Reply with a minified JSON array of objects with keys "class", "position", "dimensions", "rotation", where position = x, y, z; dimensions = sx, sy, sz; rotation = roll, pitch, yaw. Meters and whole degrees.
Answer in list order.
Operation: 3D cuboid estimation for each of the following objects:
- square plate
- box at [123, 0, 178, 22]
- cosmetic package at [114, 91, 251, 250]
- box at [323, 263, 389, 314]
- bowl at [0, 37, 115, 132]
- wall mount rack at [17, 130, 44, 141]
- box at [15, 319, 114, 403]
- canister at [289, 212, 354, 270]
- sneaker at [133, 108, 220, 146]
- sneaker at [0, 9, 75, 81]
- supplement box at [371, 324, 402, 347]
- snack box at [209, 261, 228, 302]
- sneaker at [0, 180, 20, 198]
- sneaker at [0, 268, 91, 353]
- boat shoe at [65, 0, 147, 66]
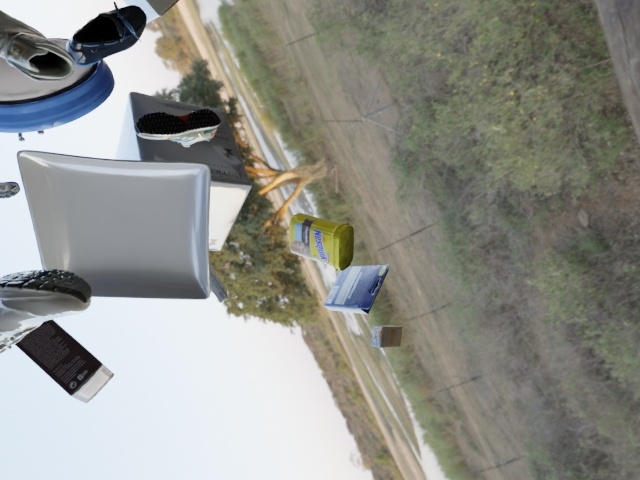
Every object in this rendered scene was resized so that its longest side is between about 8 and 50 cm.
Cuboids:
[{"class":"square plate","position":[-0.406,-0.022,0.969],"dimensions":[0.049,0.348,0.343],"rotation":[-102,18,-57]},{"class":"box","position":[-0.507,-0.750,1.367],"dimensions":[0.148,0.127,0.232],"rotation":[49,169,-34]},{"class":"cosmetic package","position":[-0.472,-0.215,1.526],"dimensions":[0.327,0.330,0.393],"rotation":[-55,46,38]},{"class":"box","position":[0.104,0.130,1.260],"dimensions":[0.037,0.136,0.225],"rotation":[36,160,-21]},{"class":"bowl","position":[-0.779,-0.440,1.270],"dimensions":[0.077,0.392,0.391],"rotation":[91,155,-49]},{"class":"wall mount rack","position":[-0.966,-0.362,1.353],"dimensions":[0.304,0.350,0.130],"rotation":[2,94,48]},{"class":"box","position":[-0.921,0.384,1.616],"dimensions":[0.381,0.143,0.191],"rotation":[36,153,8]},{"class":"canister","position":[0.000,0.000,1.255],"dimensions":[0.170,0.073,0.126],"rotation":[17,121,33]},{"class":"sneaker","position":[-0.272,-0.203,0.882],"dimensions":[0.057,0.161,0.075],"rotation":[59,144,18]},{"class":"sneaker","position":[-0.636,-0.404,0.905],"dimensions":[0.169,0.108,0.293],"rotation":[34,-165,24]},{"class":"supplement box","position":[0.198,0.286,1.382],"dimensions":[0.036,0.099,0.062],"rotation":[3,84,46]},{"class":"snack box","position":[-0.387,0.146,1.681],"dimensions":[0.141,0.037,0.100],"rotation":[61,175,-22]},{"class":"sneaker","position":[-1.042,-0.176,1.476],"dimensions":[0.068,0.170,0.071],"rotation":[72,-164,-64]},{"class":"sneaker","position":[-0.477,0.115,0.686],"dimensions":[0.111,0.298,0.129],"rotation":[-46,-52,-82]},{"class":"boat shoe","position":[-0.526,-0.528,1.175],"dimensions":[0.109,0.258,0.089],"rotation":[37,146,-16]}]
